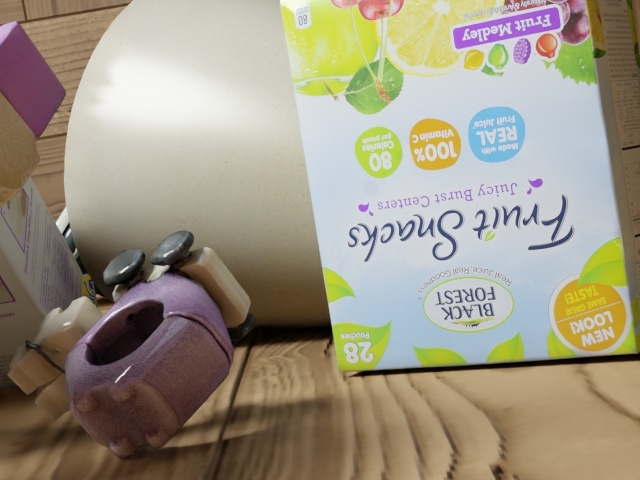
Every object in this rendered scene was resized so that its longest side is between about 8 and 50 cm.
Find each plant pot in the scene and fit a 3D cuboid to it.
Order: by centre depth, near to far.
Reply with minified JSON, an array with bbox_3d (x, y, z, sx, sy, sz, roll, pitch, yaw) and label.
[{"bbox_3d":[0.013,-0.045,0.943,0.274,0.257,0.256,11,15,33],"label":"plant pot"}]

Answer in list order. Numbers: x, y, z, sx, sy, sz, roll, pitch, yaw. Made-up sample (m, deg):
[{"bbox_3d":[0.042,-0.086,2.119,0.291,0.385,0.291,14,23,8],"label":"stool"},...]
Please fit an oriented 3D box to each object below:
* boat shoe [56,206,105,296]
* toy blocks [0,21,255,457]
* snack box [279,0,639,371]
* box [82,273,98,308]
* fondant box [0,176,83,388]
[{"bbox_3d":[-0.219,0.010,1.522,0.113,0.127,0.340,34,-2,3],"label":"boat shoe"},{"bbox_3d":[-0.242,0.045,0.581,0.288,0.309,0.260,-21,31,28],"label":"toy blocks"},{"bbox_3d":[0.081,-0.041,0.716,0.174,0.207,0.070,-8,4,34],"label":"snack box"},{"bbox_3d":[-0.259,0.068,1.071,0.168,0.059,0.054,-9,3,15],"label":"box"},{"bbox_3d":[-0.309,-0.022,0.837,0.238,0.096,0.330,-9,-38,6],"label":"fondant box"}]
